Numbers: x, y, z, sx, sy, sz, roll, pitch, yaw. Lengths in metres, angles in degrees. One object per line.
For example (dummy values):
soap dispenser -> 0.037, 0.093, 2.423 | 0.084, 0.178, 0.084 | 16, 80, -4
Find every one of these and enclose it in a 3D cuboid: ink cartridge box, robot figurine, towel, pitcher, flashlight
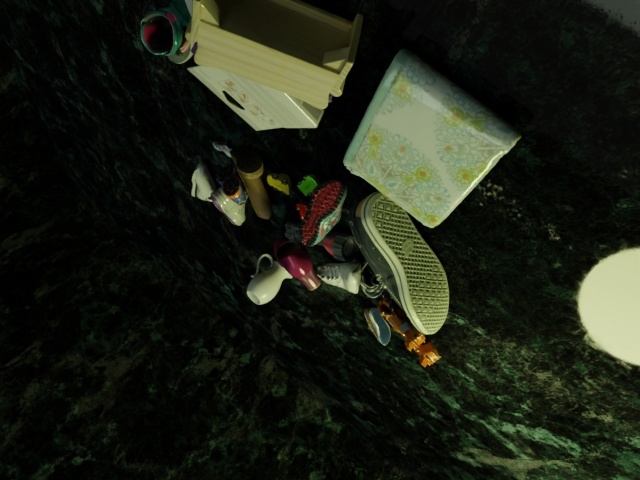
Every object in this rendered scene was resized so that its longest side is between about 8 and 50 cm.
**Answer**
ink cartridge box -> -0.175, -0.417, 1.255 | 0.261, 0.066, 0.296 | 10, 163, 40
robot figurine -> 0.293, 0.295, 1.578 | 0.211, 0.085, 0.291 | 49, -178, -30
towel -> 0.243, -0.225, 1.107 | 0.320, 0.090, 0.374 | 36, 146, 5
pitcher -> -0.253, 0.173, 2.053 | 0.177, 0.207, 0.125 | 42, 149, 5
flashlight -> 0.000, 0.000, 1.664 | 0.304, 0.103, 0.103 | 14, 101, 45

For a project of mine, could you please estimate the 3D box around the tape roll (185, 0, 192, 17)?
tape roll -> -0.220, -0.614, 1.154 | 0.286, 0.100, 0.286 | 29, 147, 21

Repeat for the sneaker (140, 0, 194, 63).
sneaker -> -0.453, -0.601, 1.357 | 0.124, 0.178, 0.295 | 48, 149, -8

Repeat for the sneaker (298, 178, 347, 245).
sneaker -> 0.019, -0.103, 1.508 | 0.104, 0.125, 0.262 | 44, 125, 16

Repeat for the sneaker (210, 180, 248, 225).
sneaker -> -0.335, -0.153, 1.840 | 0.114, 0.152, 0.305 | 48, 174, 11

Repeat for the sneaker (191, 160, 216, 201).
sneaker -> -0.493, -0.251, 1.944 | 0.094, 0.090, 0.235 | 28, 152, 1

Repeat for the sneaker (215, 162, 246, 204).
sneaker -> -0.324, -0.202, 1.657 | 0.087, 0.083, 0.221 | 59, -175, -44

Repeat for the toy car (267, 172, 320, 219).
toy car -> -0.058, -0.173, 1.553 | 0.239, 0.053, 0.225 | 47, 149, -8

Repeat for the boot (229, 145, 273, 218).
boot -> -0.228, -0.191, 1.655 | 0.236, 0.089, 0.270 | -125, 14, -52

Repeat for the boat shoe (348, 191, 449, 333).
boat shoe -> 0.244, 0.073, 1.395 | 0.156, 0.187, 0.500 | 1, 128, 59

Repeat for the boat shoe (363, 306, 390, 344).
boat shoe -> 0.231, 0.345, 1.856 | 0.066, 0.066, 0.183 | 6, 124, 52

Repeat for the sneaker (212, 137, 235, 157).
sneaker -> -0.357, -0.359, 1.687 | 0.098, 0.038, 0.069 | 29, 146, 5

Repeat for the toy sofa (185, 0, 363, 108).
toy sofa -> -0.102, -0.454, 1.016 | 0.362, 0.150, 0.177 | 17, 157, -12

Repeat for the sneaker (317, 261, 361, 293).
sneaker -> 0.065, 0.128, 1.621 | 0.129, 0.111, 0.297 | 9, 171, -12

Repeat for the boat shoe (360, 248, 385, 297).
boat shoe -> 0.184, 0.131, 1.598 | 0.108, 0.102, 0.301 | 34, 148, 15

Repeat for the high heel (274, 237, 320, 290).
high heel -> -0.122, 0.035, 1.728 | 0.181, 0.127, 0.377 | 55, 170, -34
